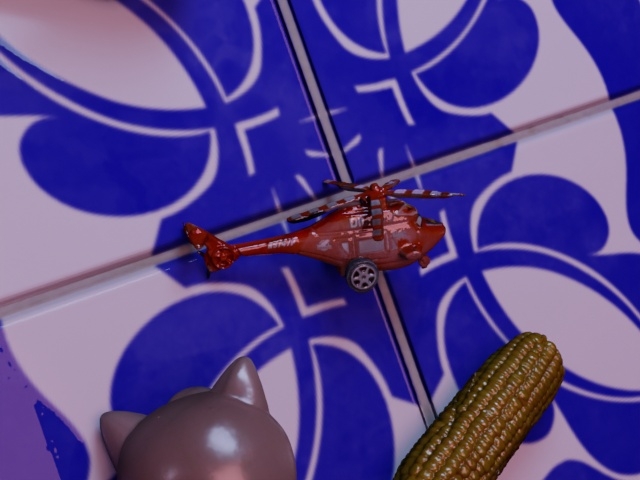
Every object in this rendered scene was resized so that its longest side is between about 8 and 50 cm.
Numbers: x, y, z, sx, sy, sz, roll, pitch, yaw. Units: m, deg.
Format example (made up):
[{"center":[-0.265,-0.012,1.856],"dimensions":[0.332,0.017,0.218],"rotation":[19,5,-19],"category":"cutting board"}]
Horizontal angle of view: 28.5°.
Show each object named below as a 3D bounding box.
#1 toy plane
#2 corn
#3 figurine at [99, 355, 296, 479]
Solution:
[{"center":[0.003,0.003,0.941],"dimensions":[0.194,0.126,0.077],"rotation":[-18,117,-32],"category":"toy plane"},{"center":[0.125,0.152,0.995],"dimensions":[0.207,0.068,0.068],"rotation":[-46,103,-27],"category":"corn"},{"center":[-0.076,0.161,0.859],"dimensions":[0.125,0.125,0.138],"rotation":[-17,77,-30],"category":"figurine"}]
